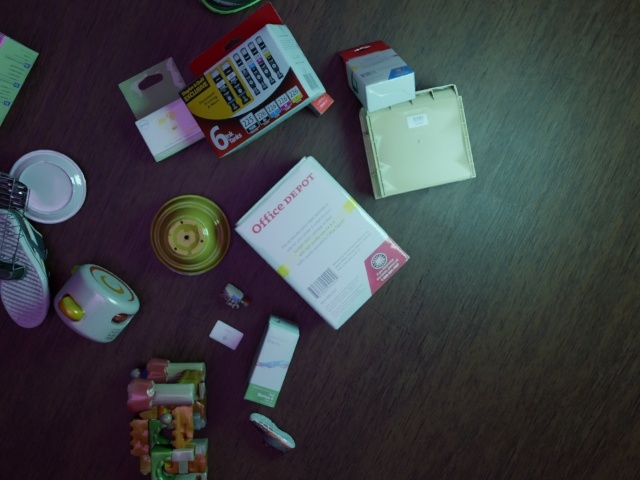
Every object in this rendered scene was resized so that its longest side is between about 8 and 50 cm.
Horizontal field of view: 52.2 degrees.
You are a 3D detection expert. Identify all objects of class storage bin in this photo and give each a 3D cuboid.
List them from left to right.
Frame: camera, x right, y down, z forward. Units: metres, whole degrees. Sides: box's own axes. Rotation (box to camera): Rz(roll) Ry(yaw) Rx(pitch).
[{"bbox_3d":[0.258,-0.265,1.776,0.262,0.123,0.260,-12,96,-2],"label":"storage bin"}]

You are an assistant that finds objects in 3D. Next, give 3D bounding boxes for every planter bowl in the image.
[{"bbox_3d":[-0.352,-0.011,1.738,0.217,0.090,0.217,0,95,-3],"label":"planter bowl"}]

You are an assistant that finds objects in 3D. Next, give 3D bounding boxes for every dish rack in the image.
[{"bbox_3d":[-0.826,-0.041,1.623,0.208,0.074,0.272,13,98,-4],"label":"dish rack"}]

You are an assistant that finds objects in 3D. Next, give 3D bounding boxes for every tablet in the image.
[{"bbox_3d":[-0.266,0.268,1.849,0.083,0.006,0.054,30,93,-5],"label":"tablet"}]

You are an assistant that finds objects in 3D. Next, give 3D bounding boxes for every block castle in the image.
[{"bbox_3d":[-0.419,0.552,1.718,0.212,0.303,0.453,-1,94,-3],"label":"block castle"}]

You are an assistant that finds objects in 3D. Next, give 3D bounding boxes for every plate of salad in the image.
[{"bbox_3d":[-0.734,-0.145,1.761,0.199,0.048,0.200,-2,104,-9],"label":"plate of salad"}]

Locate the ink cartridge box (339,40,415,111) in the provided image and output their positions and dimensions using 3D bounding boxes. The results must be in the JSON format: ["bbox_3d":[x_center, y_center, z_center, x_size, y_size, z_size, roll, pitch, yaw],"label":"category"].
[{"bbox_3d":[0.147,-0.440,1.732,0.134,0.231,0.078,-18,130,-6],"label":"ink cartridge box"}]

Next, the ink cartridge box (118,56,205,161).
[{"bbox_3d":[-0.420,-0.353,1.759,0.171,0.056,0.235,-28,98,0],"label":"ink cartridge box"}]

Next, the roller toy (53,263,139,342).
[{"bbox_3d":[-0.592,0.172,1.724,0.191,0.209,0.146,39,93,-26],"label":"roller toy"}]

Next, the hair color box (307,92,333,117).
[{"bbox_3d":[-0.043,-0.411,1.757,0.167,0.093,0.053,43,91,-7],"label":"hair color box"}]

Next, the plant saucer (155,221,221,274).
[{"bbox_3d":[-0.358,-0.003,1.802,0.195,0.037,0.195,0,96,-3],"label":"plant saucer"}]

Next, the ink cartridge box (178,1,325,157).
[{"bbox_3d":[-0.194,-0.409,1.672,0.309,0.130,0.272,-29,96,26],"label":"ink cartridge box"}]

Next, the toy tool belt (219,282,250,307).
[{"bbox_3d":[-0.240,0.162,1.825,0.083,0.052,0.051,37,123,-3],"label":"toy tool belt"}]

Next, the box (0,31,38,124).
[{"bbox_3d":[-0.853,-0.415,1.645,0.117,0.213,0.243,29,93,-6],"label":"box"}]

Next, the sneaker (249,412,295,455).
[{"bbox_3d":[-0.149,0.557,1.858,0.158,0.061,0.065,40,98,-6],"label":"sneaker"}]

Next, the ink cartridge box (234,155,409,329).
[{"bbox_3d":[0.000,0.000,1.763,0.279,0.160,0.385,-44,96,1],"label":"ink cartridge box"}]

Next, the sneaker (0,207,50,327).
[{"bbox_3d":[-0.786,0.066,1.738,0.126,0.127,0.321,-13,98,0],"label":"sneaker"}]

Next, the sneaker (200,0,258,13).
[{"bbox_3d":[-0.102,-0.741,1.668,0.482,0.202,0.185,-34,97,0],"label":"sneaker"}]

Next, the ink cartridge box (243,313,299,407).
[{"bbox_3d":[-0.133,0.324,1.787,0.093,0.154,0.212,18,94,-5],"label":"ink cartridge box"}]
